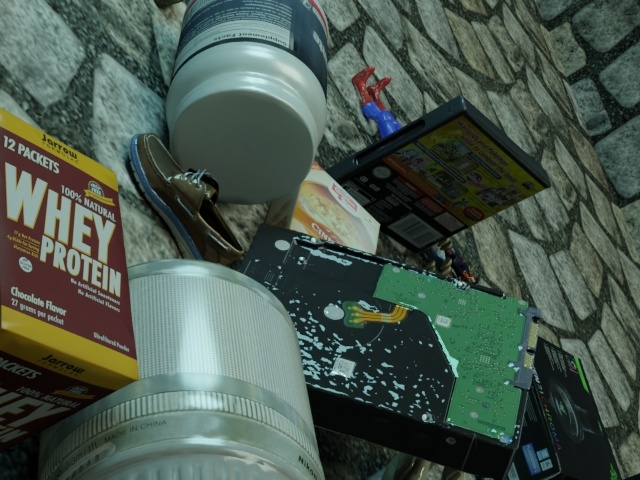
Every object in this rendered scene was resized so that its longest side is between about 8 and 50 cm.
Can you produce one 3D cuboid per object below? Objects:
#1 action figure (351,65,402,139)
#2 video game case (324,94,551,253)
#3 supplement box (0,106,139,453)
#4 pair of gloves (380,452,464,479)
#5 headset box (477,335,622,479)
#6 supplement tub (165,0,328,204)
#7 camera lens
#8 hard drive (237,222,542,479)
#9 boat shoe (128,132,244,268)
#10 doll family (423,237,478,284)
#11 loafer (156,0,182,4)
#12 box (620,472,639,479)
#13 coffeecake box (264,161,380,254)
[{"bbox_3d":[0.156,-0.173,2.006,0.091,0.139,0.280,19,50,-55],"label":"action figure"},{"bbox_3d":[0.174,-0.090,1.802,0.275,0.248,0.035,32,39,-48],"label":"video game case"},{"bbox_3d":[-0.255,0.042,0.890,0.129,0.194,0.191,32,37,-47],"label":"supplement box"},{"bbox_3d":[0.144,0.243,1.400,0.042,0.240,0.204,37,29,-5],"label":"pair of gloves"},{"bbox_3d":[0.333,0.287,1.851,0.283,0.131,0.246,29,40,-51],"label":"headset box"},{"bbox_3d":[-0.086,-0.192,1.475,0.191,0.191,0.272,45,29,-31],"label":"supplement tub"},{"bbox_3d":[-0.113,0.165,0.964,0.219,0.219,0.274,45,19,-32],"label":"camera lens"},{"bbox_3d":[0.059,0.113,1.306,0.339,0.064,0.237,15,39,6],"label":"hard drive"},{"bbox_3d":[-0.146,-0.048,1.355,0.183,0.066,0.066,58,23,-8],"label":"boat shoe"},{"bbox_3d":[0.214,0.063,1.932,0.111,0.076,0.193,47,24,-17],"label":"doll family"},{"bbox_3d":[-0.208,-0.379,1.606,0.050,0.056,0.148,21,62,-71],"label":"loafer"},{"bbox_3d":[0.385,0.530,1.495,0.395,0.293,0.212,60,25,-2],"label":"box"},{"bbox_3d":[0.000,0.000,1.568,0.142,0.068,0.185,43,29,-19],"label":"coffeecake box"}]
